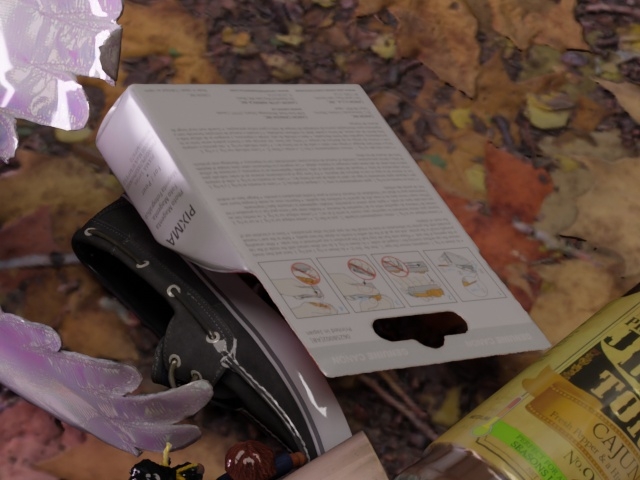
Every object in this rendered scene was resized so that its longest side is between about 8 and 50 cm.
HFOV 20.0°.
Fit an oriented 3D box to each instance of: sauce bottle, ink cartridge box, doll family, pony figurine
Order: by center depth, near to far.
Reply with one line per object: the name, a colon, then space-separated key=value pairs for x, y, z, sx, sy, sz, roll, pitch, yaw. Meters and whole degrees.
doll family: x=-0.093 y=0.159 z=0.966 sx=0.076 sy=0.111 sz=0.193 roll=39 pitch=60 yaw=19
pony figurine: x=-0.259 y=-0.018 z=0.976 sx=0.363 sy=0.303 sz=0.351 roll=-26 pitch=35 yaw=-38
sauce bottle: x=0.191 y=0.083 z=1.053 sx=0.344 sy=0.111 sz=0.111 roll=-37 pitch=67 yaw=-26
ink cartridge box: x=0.000 y=0.000 z=1.071 sx=0.189 sy=0.066 sz=0.232 roll=-4 pitch=52 yaw=-42

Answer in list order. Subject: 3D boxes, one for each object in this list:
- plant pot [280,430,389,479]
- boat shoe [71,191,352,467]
plant pot: x=-0.051 y=0.262 z=0.847 sx=0.274 sy=0.256 sz=0.256 roll=-24 pitch=61 yaw=-2
boat shoe: x=-0.070 y=0.058 z=1.061 sx=0.076 sy=0.080 sz=0.228 roll=-31 pitch=63 yaw=-18
